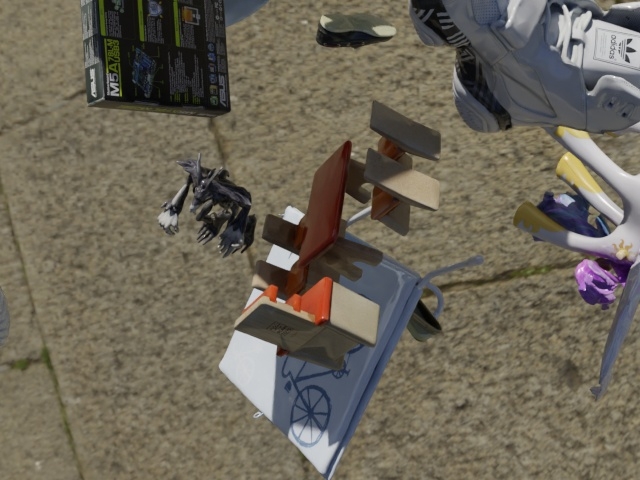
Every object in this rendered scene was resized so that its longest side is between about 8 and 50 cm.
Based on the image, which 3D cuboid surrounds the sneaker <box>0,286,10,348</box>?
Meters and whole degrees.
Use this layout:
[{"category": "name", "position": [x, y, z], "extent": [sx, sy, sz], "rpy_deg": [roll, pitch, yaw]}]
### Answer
[{"category": "sneaker", "position": [-0.321, -0.007, 0.620], "extent": [0.235, 0.153, 0.094], "rpy_deg": [35, 91, -12]}]

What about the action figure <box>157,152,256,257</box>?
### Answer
[{"category": "action figure", "position": [-0.196, -0.048, 1.515], "extent": [0.164, 0.276, 0.141], "rpy_deg": [25, 74, 14]}]

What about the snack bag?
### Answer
[{"category": "snack bag", "position": [-0.019, 0.144, 1.299], "extent": [0.342, 0.037, 0.323], "rpy_deg": [31, 99, 49]}]

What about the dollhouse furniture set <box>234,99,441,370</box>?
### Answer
[{"category": "dollhouse furniture set", "position": [0.000, 0.000, 0.939], "extent": [0.262, 0.135, 0.259], "rpy_deg": [-43, 30, 46]}]

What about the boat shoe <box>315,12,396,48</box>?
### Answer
[{"category": "boat shoe", "position": [0.054, -0.318, 1.276], "extent": [0.049, 0.133, 0.042], "rpy_deg": [66, 148, 32]}]

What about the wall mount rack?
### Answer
[{"category": "wall mount rack", "position": [0.113, 0.058, 1.523], "extent": [0.350, 0.130, 0.304], "rpy_deg": [29, 118, -16]}]

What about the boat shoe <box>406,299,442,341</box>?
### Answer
[{"category": "boat shoe", "position": [0.149, 0.102, 1.421], "extent": [0.048, 0.056, 0.153], "rpy_deg": [-35, 87, 45]}]

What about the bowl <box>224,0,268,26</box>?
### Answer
[{"category": "bowl", "position": [-0.197, -0.477, 1.313], "extent": [0.298, 0.297, 0.134], "rpy_deg": [-40, 60, 32]}]

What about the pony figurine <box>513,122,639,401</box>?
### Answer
[{"category": "pony figurine", "position": [0.441, 0.003, 1.141], "extent": [0.363, 0.302, 0.351], "rpy_deg": [40, 140, 38]}]

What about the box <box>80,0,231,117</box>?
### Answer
[{"category": "box", "position": [-0.195, -0.249, 0.999], "extent": [0.045, 0.184, 0.191], "rpy_deg": [-6, 88, 48]}]

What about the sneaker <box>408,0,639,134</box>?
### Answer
[{"category": "sneaker", "position": [0.220, -0.216, 0.807], "extent": [0.210, 0.366, 0.137], "rpy_deg": [8, 72, 25]}]
